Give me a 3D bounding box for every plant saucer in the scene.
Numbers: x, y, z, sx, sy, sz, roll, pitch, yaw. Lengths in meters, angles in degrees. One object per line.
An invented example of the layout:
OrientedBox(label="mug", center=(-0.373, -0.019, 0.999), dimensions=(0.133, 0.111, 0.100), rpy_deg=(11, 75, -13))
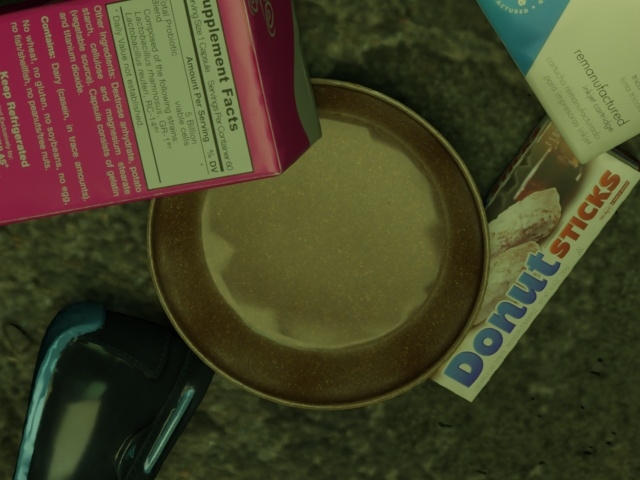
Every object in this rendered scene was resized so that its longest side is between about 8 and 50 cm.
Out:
OrientedBox(label="plant saucer", center=(0.000, 0.000, 1.099), dimensions=(0.198, 0.036, 0.199), rpy_deg=(3, 107, 8))

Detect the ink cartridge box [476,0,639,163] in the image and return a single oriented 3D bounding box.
OrientedBox(label="ink cartridge box", center=(0.201, -0.160, 1.001), dimensions=(0.231, 0.078, 0.134), rpy_deg=(-30, 110, 16))

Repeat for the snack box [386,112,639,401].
OrientedBox(label="snack box", center=(0.111, 0.011, 1.117), dimensions=(0.064, 0.022, 0.178), rpy_deg=(30, 113, -10))

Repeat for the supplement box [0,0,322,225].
OrientedBox(label="supplement box", center=(-0.123, -0.077, 1.019), dimensions=(0.220, 0.111, 0.114), rpy_deg=(-8, 101, 12))

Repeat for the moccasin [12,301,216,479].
OrientedBox(label="moccasin", center=(-0.143, 0.208, 1.164), dimensions=(0.116, 0.138, 0.342), rpy_deg=(12, 116, -7))
